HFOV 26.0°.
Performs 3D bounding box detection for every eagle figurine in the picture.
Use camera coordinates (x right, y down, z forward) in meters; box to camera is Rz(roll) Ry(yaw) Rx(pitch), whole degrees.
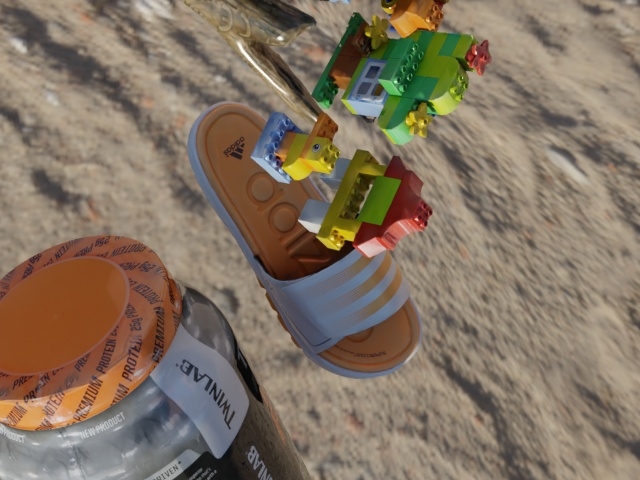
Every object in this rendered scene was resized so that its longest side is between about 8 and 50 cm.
[{"bbox_3d":[-0.007,-0.261,0.879,0.298,0.225,0.226,-52,134,-15],"label":"eagle figurine"}]

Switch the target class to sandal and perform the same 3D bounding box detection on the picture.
[{"bbox_3d":[-0.008,0.006,1.084,0.102,0.076,0.265,-43,106,-16],"label":"sandal"}]

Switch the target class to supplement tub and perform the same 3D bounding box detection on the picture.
[{"bbox_3d":[-0.123,0.158,1.014,0.193,0.193,0.316,-20,131,4],"label":"supplement tub"}]

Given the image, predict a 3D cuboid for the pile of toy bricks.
[{"bbox_3d":[0.051,-0.102,0.817,0.105,0.118,0.212,13,71,38],"label":"pile of toy bricks"}]
